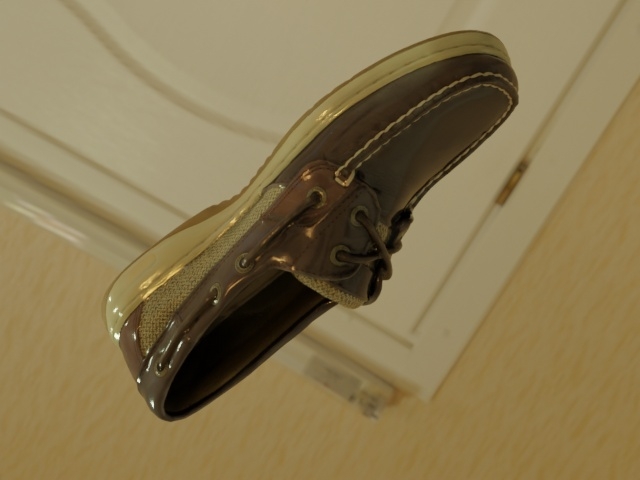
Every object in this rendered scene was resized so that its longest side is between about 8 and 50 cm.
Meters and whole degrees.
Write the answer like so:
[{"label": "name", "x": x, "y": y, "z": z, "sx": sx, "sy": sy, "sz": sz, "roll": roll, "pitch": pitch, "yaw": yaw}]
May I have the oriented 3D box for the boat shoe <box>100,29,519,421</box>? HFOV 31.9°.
[{"label": "boat shoe", "x": 0.000, "y": 0.000, "z": 0.623, "sx": 0.103, "sy": 0.285, "sz": 0.092, "roll": 32, "pitch": -153, "yaw": -55}]
